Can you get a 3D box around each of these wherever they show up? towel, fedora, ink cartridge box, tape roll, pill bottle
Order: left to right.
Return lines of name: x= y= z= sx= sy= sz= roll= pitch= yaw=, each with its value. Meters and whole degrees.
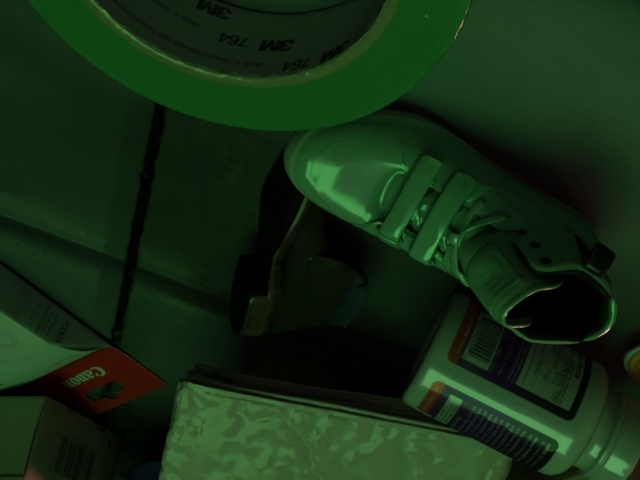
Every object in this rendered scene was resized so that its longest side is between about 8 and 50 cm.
ink cartridge box: x=-0.317 y=0.136 z=1.192 sx=0.232 sy=0.066 sz=0.189 roll=44 pitch=135 yaw=-21
tape roll: x=-0.054 y=-0.211 z=0.669 sx=0.321 sy=0.077 sz=0.321 roll=12 pitch=140 yaw=10
fedora: x=-0.025 y=0.170 z=1.088 sx=0.194 sy=0.079 sz=0.194 roll=9 pitch=147 yaw=6
towel: x=-0.008 y=0.278 z=1.040 sx=0.317 sy=0.053 sz=0.332 roll=12 pitch=119 yaw=-7
pill bottle: x=0.177 y=0.133 z=0.923 sx=0.193 sy=0.108 sz=0.108 roll=27 pitch=141 yaw=4

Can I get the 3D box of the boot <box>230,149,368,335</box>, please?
boot: x=0.000 y=0.000 z=0.911 sx=0.106 sy=0.082 sz=0.219 roll=5 pitch=136 yaw=-21

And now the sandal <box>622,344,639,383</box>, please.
sandal: x=0.374 y=0.167 z=0.922 sx=0.265 sy=0.076 sz=0.102 roll=33 pitch=138 yaw=-15

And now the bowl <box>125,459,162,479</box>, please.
bowl: x=-0.063 y=0.359 z=1.274 sx=0.391 sy=0.077 sz=0.391 roll=11 pitch=151 yaw=7

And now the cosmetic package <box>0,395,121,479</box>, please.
cosmetic package: x=-0.418 y=0.264 z=1.308 sx=0.309 sy=0.113 sz=0.160 roll=-6 pitch=150 yaw=27

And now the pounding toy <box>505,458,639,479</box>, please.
pounding toy: x=0.268 y=0.269 z=1.068 sx=0.206 sy=0.094 sz=0.181 roll=41 pitch=136 yaw=-23

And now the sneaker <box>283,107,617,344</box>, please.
sneaker: x=0.096 y=-0.011 z=0.761 sx=0.256 sy=0.151 sz=0.094 roll=21 pitch=112 yaw=-9
